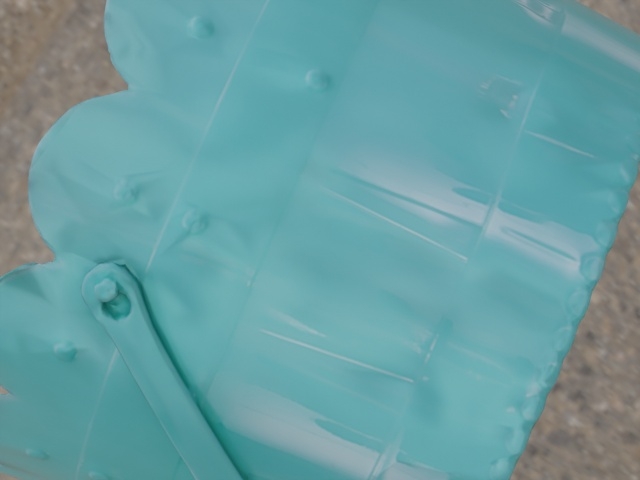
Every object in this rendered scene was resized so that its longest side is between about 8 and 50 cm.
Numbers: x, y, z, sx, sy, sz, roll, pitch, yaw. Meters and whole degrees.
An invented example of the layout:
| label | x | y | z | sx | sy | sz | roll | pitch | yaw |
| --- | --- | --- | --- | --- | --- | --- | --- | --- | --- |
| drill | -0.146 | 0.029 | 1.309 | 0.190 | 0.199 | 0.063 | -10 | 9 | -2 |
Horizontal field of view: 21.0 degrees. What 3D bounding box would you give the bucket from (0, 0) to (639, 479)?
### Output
| label | x | y | z | sx | sy | sz | roll | pitch | yaw |
| --- | --- | --- | --- | --- | --- | --- | --- | --- | --- |
| bucket | 0.000 | 0.000 | 0.666 | 0.183 | 0.281 | 0.281 | 24 | 82 | 2 |
